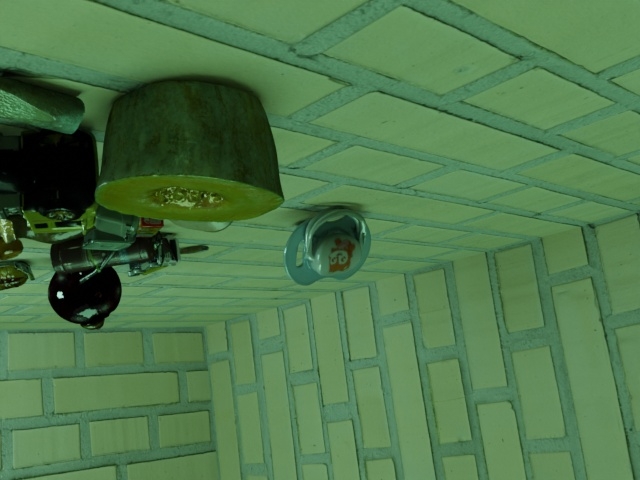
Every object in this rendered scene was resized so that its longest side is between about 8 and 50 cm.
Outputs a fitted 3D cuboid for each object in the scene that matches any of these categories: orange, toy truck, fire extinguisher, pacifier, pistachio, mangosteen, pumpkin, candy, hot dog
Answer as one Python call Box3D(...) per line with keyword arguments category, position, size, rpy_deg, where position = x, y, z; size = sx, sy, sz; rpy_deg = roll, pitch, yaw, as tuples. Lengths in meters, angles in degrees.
Box3D(category="orange", position=(-0.842, 0.016, 2.076), size=(0.086, 0.062, 0.086), rpy_deg=(-23, 174, -2))
Box3D(category="toy truck", position=(-0.614, -0.094, 1.427), size=(0.405, 0.180, 0.254), rpy_deg=(-4, 165, -13))
Box3D(category="fire extinguisher", position=(-0.578, 0.039, 2.187), size=(0.342, 0.141, 0.105), rpy_deg=(-8, -165, 3))
Box3D(category="pacifier", position=(0.000, 0.000, 2.297), size=(0.300, 0.244, 0.233), rpy_deg=(-6, -160, -32))
Box3D(category="pistachio", position=(-0.282, -0.076, 1.837), size=(0.185, 0.124, 0.124), rpy_deg=(-10, 168, 23))
Box3D(category="mangosteen", position=(-0.735, 0.180, 2.447), size=(0.228, 0.228, 0.265), rpy_deg=(-7, 129, -3))
Box3D(category="toy truck", position=(-0.506, 0.046, 2.337), size=(0.114, 0.098, 0.227), rpy_deg=(-2, 170, -40))
Box3D(category="pumpkin", position=(-0.228, -0.156, 1.392), size=(0.333, 0.199, 0.332), rpy_deg=(1, 165, 0))
Box3D(category="candy", position=(-0.468, -0.040, 2.088), size=(0.062, 0.038, 0.122), rpy_deg=(-1, 166, -28))
Box3D(category="hot dog", position=(-1.022, 0.115, 2.380), size=(0.271, 0.081, 0.162), rpy_deg=(-5, 169, -15))

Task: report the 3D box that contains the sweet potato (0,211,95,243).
Box3D(category="sweet potato", position=(-0.632, -0.041, 1.879), size=(0.286, 0.085, 0.112), rpy_deg=(-7, 163, -3))

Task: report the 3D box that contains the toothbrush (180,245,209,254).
Box3D(category="toothbrush", position=(-0.517, 0.047, 2.499), size=(0.321, 0.023, 0.031), rpy_deg=(-8, 171, 3))

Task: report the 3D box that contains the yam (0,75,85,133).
Box3D(category="yam", position=(-0.457, -0.215, 1.228), size=(0.068, 0.068, 0.169), rpy_deg=(-16, 166, 34))

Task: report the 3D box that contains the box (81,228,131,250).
Box3D(category="box", position=(-0.573, -0.016, 2.070), size=(0.122, 0.069, 0.084), rpy_deg=(4, 165, -42))

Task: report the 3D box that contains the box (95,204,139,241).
Box3D(category="box", position=(-0.415, -0.091, 1.615), size=(0.093, 0.172, 0.124), rpy_deg=(12, 162, -13))
